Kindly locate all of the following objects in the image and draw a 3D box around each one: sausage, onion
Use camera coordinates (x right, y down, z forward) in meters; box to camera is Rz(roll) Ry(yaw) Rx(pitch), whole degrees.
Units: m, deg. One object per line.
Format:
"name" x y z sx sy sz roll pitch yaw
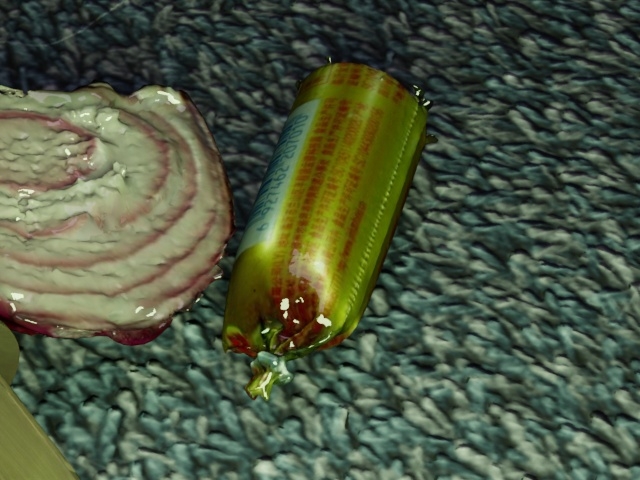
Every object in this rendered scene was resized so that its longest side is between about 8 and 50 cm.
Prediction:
"sausage" 0.002 0.001 1.536 0.125 0.117 0.317 6 49 15
"onion" -0.231 -0.005 1.518 0.314 0.146 0.280 9 44 -20

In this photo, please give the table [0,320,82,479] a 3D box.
"table" -0.226 0.189 1.348 0.167 0.167 0.226 -29 62 -24
